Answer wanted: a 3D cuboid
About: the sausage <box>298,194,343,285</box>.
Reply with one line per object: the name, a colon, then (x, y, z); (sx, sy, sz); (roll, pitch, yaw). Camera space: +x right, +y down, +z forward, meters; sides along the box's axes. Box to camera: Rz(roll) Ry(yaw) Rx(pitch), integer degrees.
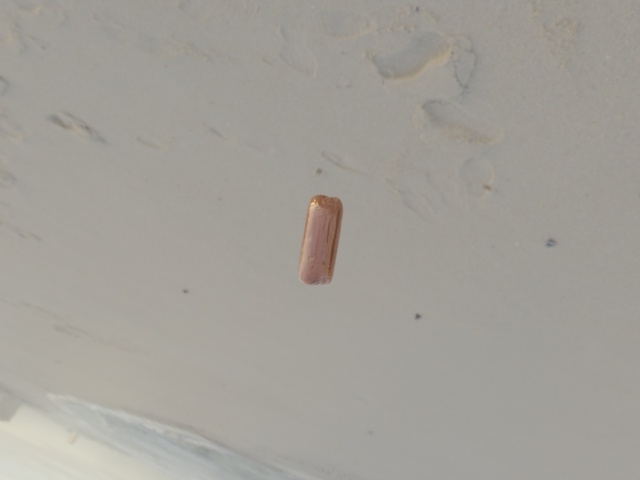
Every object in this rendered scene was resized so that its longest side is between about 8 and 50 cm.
sausage: (0.000, 0.000, 0.593); (0.034, 0.083, 0.034); (8, -169, -2)
